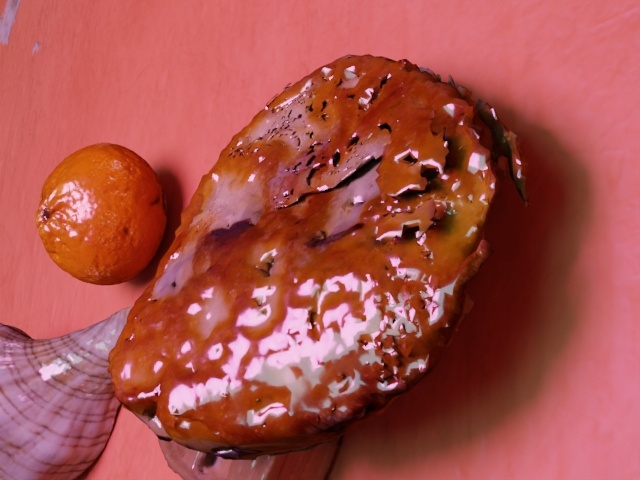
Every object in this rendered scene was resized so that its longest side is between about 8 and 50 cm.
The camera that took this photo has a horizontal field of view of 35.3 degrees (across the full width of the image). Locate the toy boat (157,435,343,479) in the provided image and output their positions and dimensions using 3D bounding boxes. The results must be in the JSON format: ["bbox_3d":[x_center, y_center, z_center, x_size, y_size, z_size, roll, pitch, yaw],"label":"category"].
[{"bbox_3d":[-0.060,0.123,0.729,0.188,0.061,0.116,29,101,53],"label":"toy boat"}]

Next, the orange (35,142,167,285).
[{"bbox_3d":[-0.205,-0.026,0.936,0.136,0.117,0.135,-24,55,38],"label":"orange"}]

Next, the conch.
[{"bbox_3d":[-0.309,0.163,0.959,0.386,0.170,0.203,-27,80,46],"label":"conch"}]

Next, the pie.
[{"bbox_3d":[-0.001,-0.001,0.638,0.308,0.085,0.308,-30,37,26],"label":"pie"}]
